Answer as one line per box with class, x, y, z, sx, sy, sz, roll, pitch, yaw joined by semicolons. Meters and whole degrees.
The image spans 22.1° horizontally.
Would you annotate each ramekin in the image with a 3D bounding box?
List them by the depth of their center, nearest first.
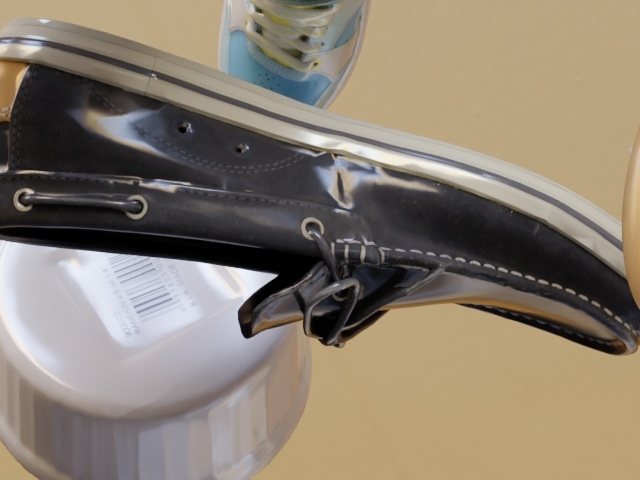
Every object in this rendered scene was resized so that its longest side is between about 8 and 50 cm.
ramekin;-0.140;0.066;1.323;0.277;0.277;0.135;30;-32;14

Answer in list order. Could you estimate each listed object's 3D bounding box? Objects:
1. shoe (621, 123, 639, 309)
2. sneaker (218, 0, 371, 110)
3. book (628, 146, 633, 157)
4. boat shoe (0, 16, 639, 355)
shoe;0.163;-0.066;0.515;0.076;0.219;0.058;29;-7;-8
sneaker;-0.026;-0.188;1.244;0.127;0.208;0.319;24;-61;6
book;0.270;-0.039;1.195;0.096;0.035;0.144;63;-3;5
boat shoe;0.000;0.000;1.097;0.500;0.156;0.187;18;-12;-7
